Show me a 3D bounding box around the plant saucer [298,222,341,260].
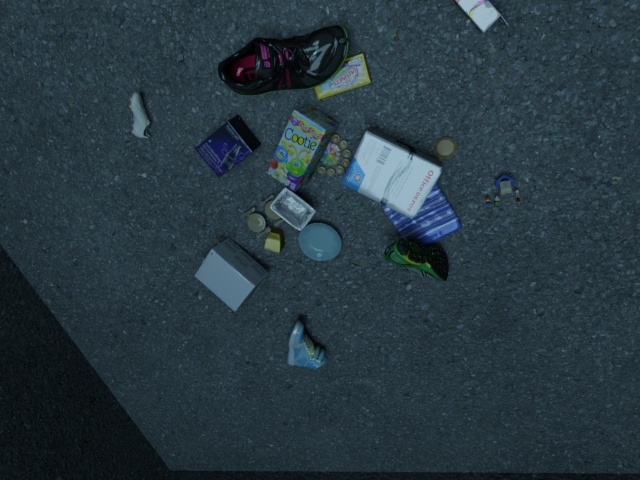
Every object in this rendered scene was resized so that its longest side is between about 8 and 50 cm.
[{"bbox_3d":[0.000,0.000,1.893,0.195,0.037,0.195,6,121,9],"label":"plant saucer"}]

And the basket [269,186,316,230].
[{"bbox_3d":[-0.118,-0.137,1.784,0.167,0.103,0.113,38,95,-11],"label":"basket"}]

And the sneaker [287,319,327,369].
[{"bbox_3d":[-0.057,0.544,2.182,0.208,0.127,0.319,14,132,8],"label":"sneaker"}]

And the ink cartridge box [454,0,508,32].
[{"bbox_3d":[0.483,-0.712,1.305,0.198,0.115,0.067,41,120,-11],"label":"ink cartridge box"}]

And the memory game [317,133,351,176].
[{"bbox_3d":[0.034,-0.343,1.695,0.186,0.012,0.186,6,121,10],"label":"memory game"}]

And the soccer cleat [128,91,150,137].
[{"bbox_3d":[-0.741,-0.516,1.751,0.076,0.068,0.196,15,130,-2],"label":"soccer cleat"}]

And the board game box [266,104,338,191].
[{"bbox_3d":[-0.070,-0.353,1.623,0.142,0.144,0.275,34,123,6],"label":"board game box"}]

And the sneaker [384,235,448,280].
[{"bbox_3d":[0.409,0.080,1.767,0.343,0.134,0.146,27,152,-30],"label":"sneaker"}]

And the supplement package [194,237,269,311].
[{"bbox_3d":[-0.419,0.161,1.997,0.262,0.145,0.204,41,121,2],"label":"supplement package"}]

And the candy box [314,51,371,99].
[{"bbox_3d":[0.072,-0.591,1.529,0.205,0.027,0.105,-11,119,20],"label":"candy box"}]

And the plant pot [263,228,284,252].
[{"bbox_3d":[-0.206,-0.004,1.918,0.081,0.081,0.083,13,112,6],"label":"plant pot"}]

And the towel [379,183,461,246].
[{"bbox_3d":[0.391,-0.126,1.723,0.243,0.040,0.336,-29,110,26],"label":"towel"}]

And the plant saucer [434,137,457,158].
[{"bbox_3d":[0.468,-0.347,1.586,0.083,0.015,0.083,6,122,10],"label":"plant saucer"}]

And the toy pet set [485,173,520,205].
[{"bbox_3d":[0.692,-0.194,1.612,0.122,0.065,0.114,-6,153,20],"label":"toy pet set"}]

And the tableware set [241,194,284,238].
[{"bbox_3d":[-0.240,-0.109,1.887,0.194,0.039,0.128,-32,97,21],"label":"tableware set"}]

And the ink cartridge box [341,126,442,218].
[{"bbox_3d":[0.269,-0.256,1.597,0.307,0.129,0.223,27,116,3],"label":"ink cartridge box"}]

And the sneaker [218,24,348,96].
[{"bbox_3d":[-0.133,-0.605,1.453,0.482,0.202,0.185,-12,98,19],"label":"sneaker"}]

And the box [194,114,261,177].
[{"bbox_3d":[-0.373,-0.381,1.714,0.207,0.108,0.153,-31,109,27],"label":"box"}]
